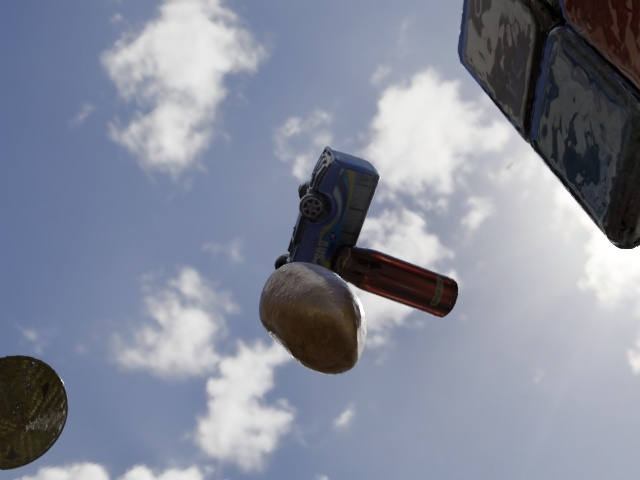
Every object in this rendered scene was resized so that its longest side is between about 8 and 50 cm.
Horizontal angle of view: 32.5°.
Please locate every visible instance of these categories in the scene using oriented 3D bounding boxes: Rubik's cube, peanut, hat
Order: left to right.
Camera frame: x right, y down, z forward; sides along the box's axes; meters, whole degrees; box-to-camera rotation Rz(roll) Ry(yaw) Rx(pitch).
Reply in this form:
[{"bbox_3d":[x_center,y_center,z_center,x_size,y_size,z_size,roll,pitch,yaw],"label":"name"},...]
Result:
[{"bbox_3d":[-0.365,0.215,1.323,0.146,0.067,0.146,-5,-80,-30],"label":"hat"},{"bbox_3d":[-0.003,0.063,0.900,0.076,0.152,0.076,-5,-74,-20],"label":"peanut"},{"bbox_3d":[0.332,-0.230,0.960,0.318,0.316,0.313,-18,-42,-17],"label":"Rubik's cube"}]

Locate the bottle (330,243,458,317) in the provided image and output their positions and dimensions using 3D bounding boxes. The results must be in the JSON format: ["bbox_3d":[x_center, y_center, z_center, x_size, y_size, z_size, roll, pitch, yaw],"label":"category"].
[{"bbox_3d":[0.092,0.048,1.391,0.164,0.060,0.060,20,-67,-21],"label":"bottle"}]

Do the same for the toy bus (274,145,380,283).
[{"bbox_3d":[0.002,0.001,1.421,0.094,0.079,0.236,16,-73,-8],"label":"toy bus"}]
